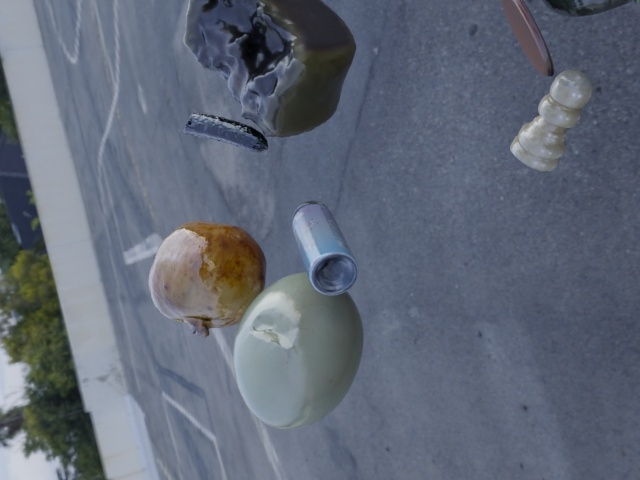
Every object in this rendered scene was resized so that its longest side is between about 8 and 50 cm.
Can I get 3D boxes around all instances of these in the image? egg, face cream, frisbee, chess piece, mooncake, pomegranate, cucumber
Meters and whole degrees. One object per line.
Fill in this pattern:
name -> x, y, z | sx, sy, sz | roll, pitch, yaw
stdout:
egg -> -0.038, 0.183, 1.111 | 0.219, 0.219, 0.269 | 128, 164, -64
face cream -> 0.000, 0.000, 1.038 | 0.229, 0.075, 0.075 | -112, 17, -63
frisbee -> 0.489, -0.500, 1.556 | 0.251, 0.021, 0.251 | 55, -164, -25
chess piece -> 0.609, -0.322, 1.698 | 0.143, 0.143, 0.261 | 59, 147, 38
mooncake -> -0.123, -0.432, 1.503 | 0.394, 0.393, 0.246 | -91, 19, -44
pomegranate -> -0.224, 0.076, 1.304 | 0.248, 0.248, 0.248 | 166, 90, -69
cucumber -> -0.222, -0.258, 1.539 | 0.245, 0.067, 0.067 | 16, 124, 29

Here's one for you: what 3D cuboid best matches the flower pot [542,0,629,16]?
flower pot -> 0.647, -0.667, 1.507 | 0.302, 0.302, 0.213 | 36, 155, 60

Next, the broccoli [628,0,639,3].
broccoli -> 0.650, -0.523, 1.243 | 0.167, 0.160, 0.154 | -69, -1, -51
